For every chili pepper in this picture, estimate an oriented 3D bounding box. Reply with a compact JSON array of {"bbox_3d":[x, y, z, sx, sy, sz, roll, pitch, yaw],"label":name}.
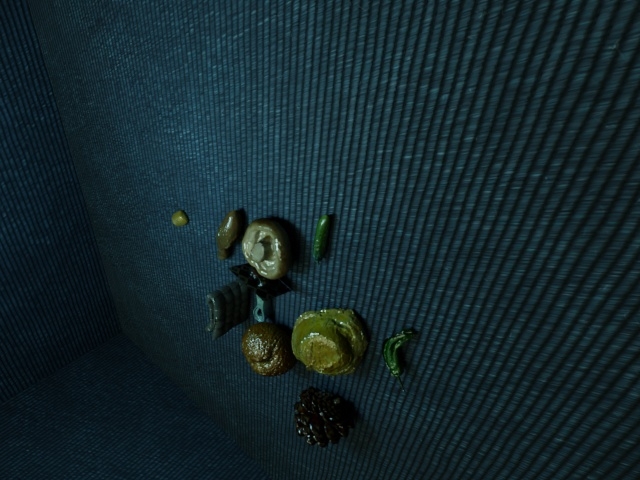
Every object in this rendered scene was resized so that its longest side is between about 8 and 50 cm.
[{"bbox_3d":[0.295,0.437,1.553,0.122,0.065,0.279,22,124,38],"label":"chili pepper"}]

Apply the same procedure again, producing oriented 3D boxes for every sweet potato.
[{"bbox_3d":[-0.447,-0.010,1.954,0.109,0.109,0.385,45,137,13],"label":"sweet potato"}]

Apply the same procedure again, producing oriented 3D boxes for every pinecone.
[{"bbox_3d":[-0.001,0.849,1.957,0.298,0.242,0.296,39,134,10],"label":"pinecone"}]

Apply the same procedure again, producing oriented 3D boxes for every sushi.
[{"bbox_3d":[-0.255,0.156,1.811,0.231,0.219,0.047,39,112,19],"label":"sushi"}]

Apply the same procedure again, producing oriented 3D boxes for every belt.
[{"bbox_3d":[-0.284,0.275,1.997,0.087,0.072,0.303,27,131,26],"label":"belt"}]

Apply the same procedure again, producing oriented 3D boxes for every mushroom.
[{"bbox_3d":[-0.225,0.036,1.730,0.278,0.146,0.279,14,112,37],"label":"mushroom"}]

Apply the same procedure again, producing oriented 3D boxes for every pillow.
[{"bbox_3d":[-0.478,0.351,2.112,0.101,0.228,0.327,40,137,26],"label":"pillow"}]

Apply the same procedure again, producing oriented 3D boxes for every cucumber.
[{"bbox_3d":[0.000,0.000,1.570,0.056,0.056,0.250,31,130,26],"label":"cucumber"}]

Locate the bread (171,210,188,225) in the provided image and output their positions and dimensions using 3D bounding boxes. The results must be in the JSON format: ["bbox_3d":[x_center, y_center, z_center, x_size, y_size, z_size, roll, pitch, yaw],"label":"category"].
[{"bbox_3d":[-0.773,-0.116,2.232,0.115,0.056,0.082,-9,109,46],"label":"bread"}]

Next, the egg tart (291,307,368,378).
[{"bbox_3d":[0.027,0.451,1.710,0.350,0.153,0.340,1,113,21],"label":"egg tart"}]

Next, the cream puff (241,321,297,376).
[{"bbox_3d":[-0.262,0.548,2.014,0.302,0.212,0.303,25,143,21],"label":"cream puff"}]
